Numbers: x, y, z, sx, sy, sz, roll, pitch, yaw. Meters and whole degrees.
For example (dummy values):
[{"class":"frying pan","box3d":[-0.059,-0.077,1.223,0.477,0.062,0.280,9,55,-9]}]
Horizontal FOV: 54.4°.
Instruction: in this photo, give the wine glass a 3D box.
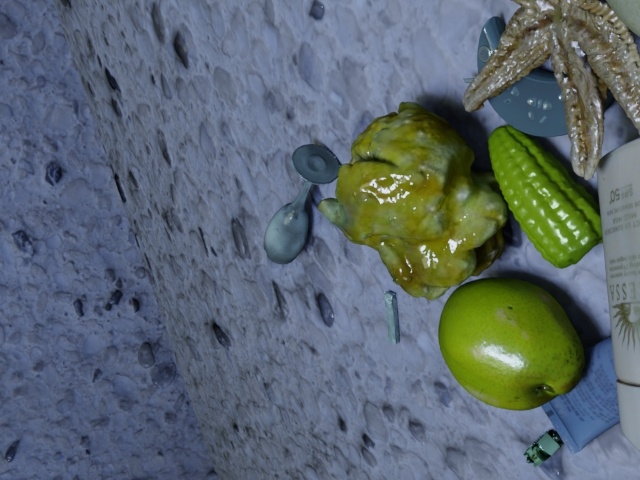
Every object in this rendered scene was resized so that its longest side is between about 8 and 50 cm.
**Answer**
[{"class":"wine glass","box3d":[0.000,0.000,1.275,0.264,0.096,0.309,51,146,18]}]

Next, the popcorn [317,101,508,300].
[{"class":"popcorn","box3d":[0.143,-0.058,0.908,0.276,0.225,0.276,40,-175,-4]}]

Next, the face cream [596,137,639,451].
[{"class":"face cream","box3d":[0.366,0.067,0.662,0.173,0.081,0.349,128,140,-81]}]

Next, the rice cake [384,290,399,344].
[{"class":"rice cake","box3d":[0.143,0.156,1.247,0.022,0.021,0.121,16,124,38]}]

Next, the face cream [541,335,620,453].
[{"class":"face cream","box3d":[0.404,0.177,0.833,0.135,0.086,0.385,62,154,23]}]

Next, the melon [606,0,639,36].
[{"class":"melon","box3d":[0.336,-0.292,0.425,0.268,0.268,0.330,30,119,42]}]

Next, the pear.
[{"class":"pear","box3d":[0.274,0.153,0.903,0.219,0.187,0.187,41,143,47]}]

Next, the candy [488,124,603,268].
[{"class":"candy","box3d":[0.289,-0.065,0.818,0.209,0.096,0.097,59,148,17]}]

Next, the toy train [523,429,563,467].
[{"class":"toy train","box3d":[0.366,0.347,1.031,0.033,0.053,0.083,47,143,24]}]

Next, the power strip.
[{"class":"power strip","box3d":[0.270,-0.204,0.787,0.216,0.044,0.137,29,135,42]}]

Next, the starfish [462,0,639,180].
[{"class":"starfish","box3d":[0.242,-0.236,0.666,0.375,0.094,0.327,53,166,36]}]
